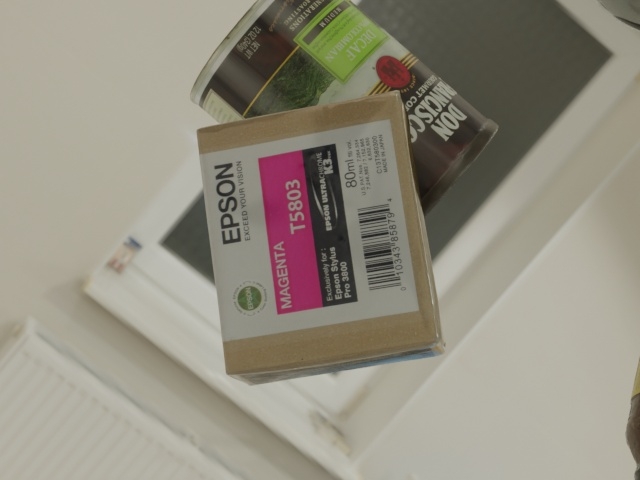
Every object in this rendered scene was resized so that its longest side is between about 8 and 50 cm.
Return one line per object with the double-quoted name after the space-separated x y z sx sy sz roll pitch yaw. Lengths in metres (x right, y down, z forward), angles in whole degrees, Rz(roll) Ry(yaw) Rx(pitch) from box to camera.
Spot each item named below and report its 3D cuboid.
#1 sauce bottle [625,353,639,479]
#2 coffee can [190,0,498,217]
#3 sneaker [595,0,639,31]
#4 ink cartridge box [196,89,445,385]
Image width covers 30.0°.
0.422 0.191 1.409 0.111 0.344 0.111 16 -28 8 "sauce bottle"
0.025 -0.137 1.303 0.275 0.201 0.201 41 6 0 "coffee can"
0.308 -0.325 1.308 0.271 0.100 0.108 47 22 6 "sneaker"
0.000 0.000 1.078 0.088 0.193 0.235 50 31 -75 "ink cartridge box"
